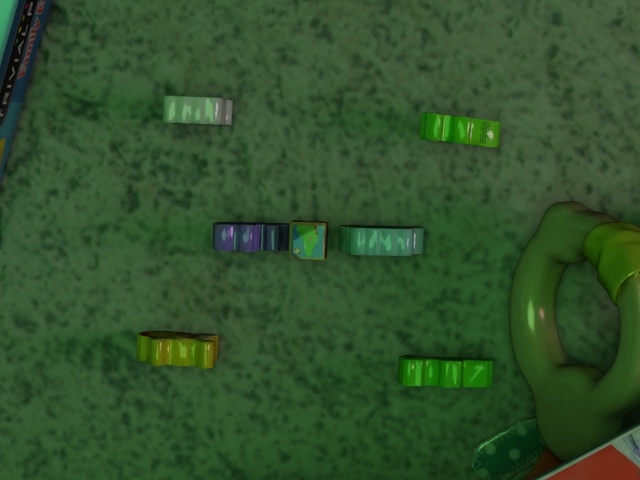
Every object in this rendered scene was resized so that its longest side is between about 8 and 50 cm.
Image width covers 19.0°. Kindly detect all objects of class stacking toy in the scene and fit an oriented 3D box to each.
[{"bbox_3d":[0.000,0.000,1.177,0.221,0.052,0.167,4,93,4],"label":"stacking toy"}]

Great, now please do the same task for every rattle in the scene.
[{"bbox_3d":[0.182,0.075,1.166,0.130,0.142,0.200,18,111,37],"label":"rattle"}]

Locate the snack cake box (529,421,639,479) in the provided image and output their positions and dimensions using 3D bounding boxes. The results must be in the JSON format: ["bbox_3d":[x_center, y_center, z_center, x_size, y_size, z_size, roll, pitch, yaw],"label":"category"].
[{"bbox_3d":[0.226,0.161,1.060,0.264,0.089,0.152,-23,79,-27],"label":"snack cake box"}]

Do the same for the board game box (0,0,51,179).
[{"bbox_3d":[-0.294,-0.172,1.176,0.253,0.079,0.336,17,96,6],"label":"board game box"}]
